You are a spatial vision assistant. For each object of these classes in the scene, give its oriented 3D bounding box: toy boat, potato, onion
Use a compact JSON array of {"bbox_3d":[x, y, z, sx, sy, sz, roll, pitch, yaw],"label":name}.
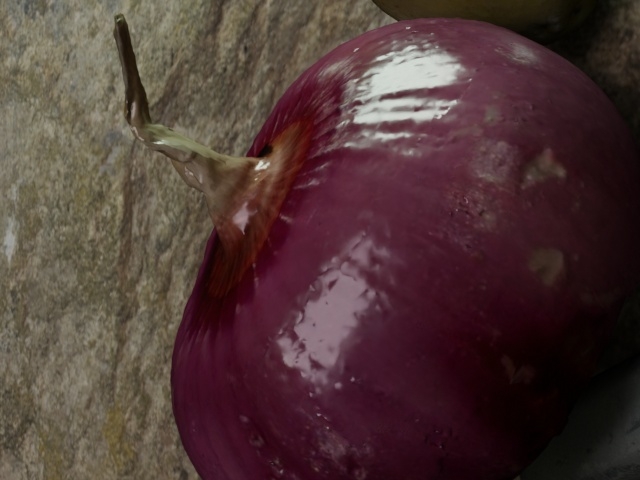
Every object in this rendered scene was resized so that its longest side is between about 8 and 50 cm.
[{"bbox_3d":[0.202,0.117,1.197,0.260,0.085,0.078,-43,55,55],"label":"toy boat"},{"bbox_3d":[0.109,-0.204,1.294,0.194,0.157,0.157,41,120,31],"label":"potato"},{"bbox_3d":[0.027,0.024,1.206,0.345,0.358,0.358,14,102,8],"label":"onion"}]
